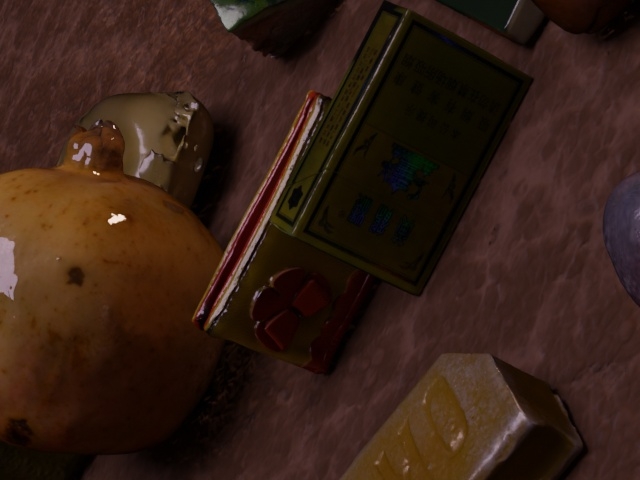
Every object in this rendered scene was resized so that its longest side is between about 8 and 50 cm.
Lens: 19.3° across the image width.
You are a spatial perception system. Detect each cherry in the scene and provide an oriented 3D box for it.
[{"bbox_3d":[0.273,-0.017,1.259,0.188,0.115,0.148,-35,20,35],"label":"cherry"}]

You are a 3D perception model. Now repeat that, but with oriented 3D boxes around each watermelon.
[{"bbox_3d":[-0.044,-0.303,2.079,0.146,0.128,0.231,-36,33,14],"label":"watermelon"}]

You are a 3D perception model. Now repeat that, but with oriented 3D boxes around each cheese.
[{"bbox_3d":[-0.222,-0.059,2.160,0.316,0.128,0.260,-41,43,48],"label":"cheese"}]

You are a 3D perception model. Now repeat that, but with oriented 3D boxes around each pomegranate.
[{"bbox_3d":[-0.248,0.048,1.886,0.342,0.342,0.342,-41,36,38],"label":"pomegranate"}]

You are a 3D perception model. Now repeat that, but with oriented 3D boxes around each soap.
[{"bbox_3d":[0.091,0.189,1.448,0.232,0.073,0.140,-53,34,20],"label":"soap"}]

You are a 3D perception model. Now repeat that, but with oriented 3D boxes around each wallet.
[{"bbox_3d":[0.000,0.000,1.694,0.241,0.141,0.067,-63,27,7],"label":"wallet"}]

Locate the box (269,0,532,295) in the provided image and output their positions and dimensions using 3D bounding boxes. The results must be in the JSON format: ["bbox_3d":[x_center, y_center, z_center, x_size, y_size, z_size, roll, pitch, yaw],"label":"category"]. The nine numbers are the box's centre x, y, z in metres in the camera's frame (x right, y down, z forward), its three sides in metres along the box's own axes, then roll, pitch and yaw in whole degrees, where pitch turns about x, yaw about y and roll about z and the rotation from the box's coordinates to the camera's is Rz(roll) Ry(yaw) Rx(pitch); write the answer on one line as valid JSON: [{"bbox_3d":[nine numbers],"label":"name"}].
[{"bbox_3d":[0.069,-0.079,1.634,0.220,0.141,0.064,-64,28,3],"label":"box"}]

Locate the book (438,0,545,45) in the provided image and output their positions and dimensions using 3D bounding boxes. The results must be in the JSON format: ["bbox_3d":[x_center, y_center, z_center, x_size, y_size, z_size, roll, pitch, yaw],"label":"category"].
[{"bbox_3d":[0.170,-0.344,1.791,0.260,0.043,0.371,-63,26,9],"label":"book"}]

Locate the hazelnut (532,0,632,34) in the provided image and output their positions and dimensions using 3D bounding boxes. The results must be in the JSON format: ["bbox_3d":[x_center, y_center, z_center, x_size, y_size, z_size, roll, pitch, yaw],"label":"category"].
[{"bbox_3d":[0.205,-0.247,1.547,0.150,0.150,0.150,-41,36,38],"label":"hazelnut"}]

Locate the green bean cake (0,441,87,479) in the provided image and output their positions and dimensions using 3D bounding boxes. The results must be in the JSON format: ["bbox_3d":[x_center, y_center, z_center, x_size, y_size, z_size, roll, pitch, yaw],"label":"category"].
[{"bbox_3d":[-0.356,0.216,2.157,0.233,0.124,0.236,-58,28,11],"label":"green bean cake"}]
